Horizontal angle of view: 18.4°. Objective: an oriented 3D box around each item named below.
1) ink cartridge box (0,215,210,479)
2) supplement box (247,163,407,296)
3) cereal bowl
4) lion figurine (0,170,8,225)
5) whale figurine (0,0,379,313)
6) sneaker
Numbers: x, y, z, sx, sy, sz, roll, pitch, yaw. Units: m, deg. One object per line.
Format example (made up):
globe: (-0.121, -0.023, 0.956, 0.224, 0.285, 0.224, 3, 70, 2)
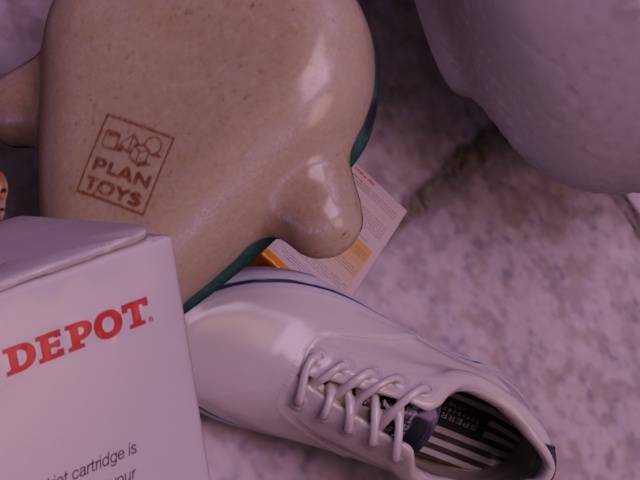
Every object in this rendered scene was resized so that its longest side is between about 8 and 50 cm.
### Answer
ink cartridge box: (-0.154, 0.146, 0.866, 0.201, 0.117, 0.278, -21, 109, -39)
supplement box: (0.000, 0.000, 1.160, 0.062, 0.036, 0.098, 43, 53, -12)
cereal bowl: (0.132, -0.184, 1.215, 0.339, 0.141, 0.339, -13, 90, -76)
lion figurine: (-0.279, -0.086, 0.961, 0.240, 0.142, 0.392, 8, 50, -20)
whale figurine: (-0.074, -0.031, 1.023, 0.216, 0.141, 0.272, 19, 80, 17)
sneaker: (0.025, 0.080, 1.088, 0.258, 0.091, 0.094, 16, 97, -29)
